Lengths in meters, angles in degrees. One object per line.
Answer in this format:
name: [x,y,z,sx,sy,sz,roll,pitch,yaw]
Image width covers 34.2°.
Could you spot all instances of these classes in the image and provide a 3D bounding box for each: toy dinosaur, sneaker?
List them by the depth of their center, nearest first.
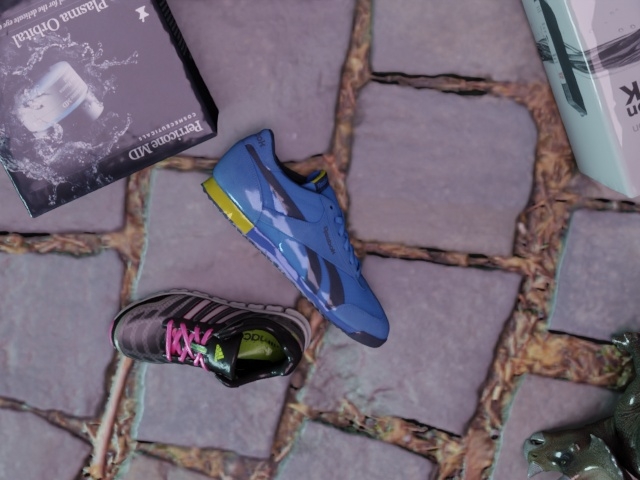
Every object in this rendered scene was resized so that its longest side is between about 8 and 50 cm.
sneaker: [0.000,0.000,0.848,0.082,0.069,0.209,-42,105,3]
toy dinosaur: [0.308,0.149,0.851,0.121,0.313,0.160,23,65,-22]
sneaker: [-0.090,0.083,0.859,0.170,0.075,0.063,5,106,-7]

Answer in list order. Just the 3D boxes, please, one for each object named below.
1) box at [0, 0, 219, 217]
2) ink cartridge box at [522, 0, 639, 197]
box: [-0.178,-0.126,0.782,0.156,0.093,0.158,-24,108,2]
ink cartridge box: [0.265,-0.196,0.793,0.197,0.114,0.273,-23,108,0]
